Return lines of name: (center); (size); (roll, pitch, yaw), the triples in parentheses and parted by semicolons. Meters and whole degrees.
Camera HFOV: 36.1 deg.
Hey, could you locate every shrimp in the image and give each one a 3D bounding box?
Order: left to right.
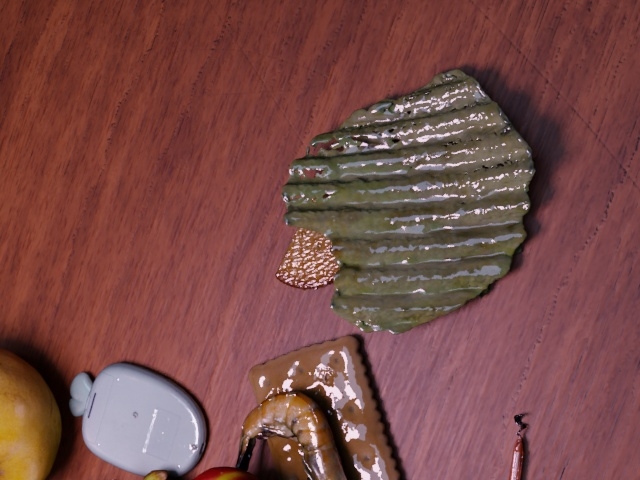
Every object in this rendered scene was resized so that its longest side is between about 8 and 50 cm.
shrimp: (-0.043, 0.380, 1.590); (0.198, 0.051, 0.261); (-31, 77, 29)

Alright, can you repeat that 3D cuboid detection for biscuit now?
biscuit: (0.009, 0.333, 1.612); (0.217, 0.044, 0.324); (-20, 78, 22)
biscuit: (0.012, -0.001, 1.646); (0.126, 0.025, 0.206); (30, 98, 23)

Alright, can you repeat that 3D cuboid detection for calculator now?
calculator: (-0.335, 0.320, 1.759); (0.295, 0.042, 0.184); (17, 93, 22)

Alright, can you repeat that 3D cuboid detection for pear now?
pear: (-0.614, 0.336, 1.741); (0.315, 0.314, 0.314); (-2, 85, 23)

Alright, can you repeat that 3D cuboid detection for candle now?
candle: (0.299, 0.348, 1.499); (0.026, 0.021, 0.167); (7, 87, -3)

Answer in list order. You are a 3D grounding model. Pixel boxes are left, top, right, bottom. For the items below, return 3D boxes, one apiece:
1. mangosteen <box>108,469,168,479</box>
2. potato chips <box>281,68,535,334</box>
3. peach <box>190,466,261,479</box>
mangosteen: (-0.286, 0.477, 1.663); (0.182, 0.156, 0.145); (19, 123, 3)
potato chips: (0.146, -0.068, 1.546); (0.389, 0.097, 0.373); (-30, 75, 12)
peach: (-0.136, 0.476, 1.556); (0.196, 0.190, 0.226); (-27, 115, -7)
